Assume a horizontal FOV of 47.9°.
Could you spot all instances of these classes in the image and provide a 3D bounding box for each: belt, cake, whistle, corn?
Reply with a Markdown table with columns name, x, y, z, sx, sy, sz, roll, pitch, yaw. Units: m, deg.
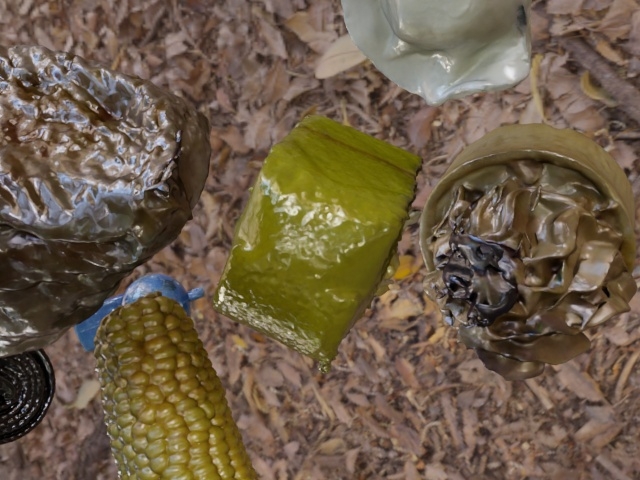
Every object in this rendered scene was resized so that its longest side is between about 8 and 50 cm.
| name | x | y | z | sx | sy | sz | roll | pitch | yaw |
| --- | --- | --- | --- | --- | --- | --- | --- | --- | --- |
| belt | -0.528 | 0.207 | 1.013 | 0.164 | 0.289 | 0.184 | -10 | 79 | 47 |
| cake | 0.292 | 0.022 | 1.056 | 0.332 | 0.321 | 0.332 | 11 | 122 | 17 |
| whistle | -0.210 | 0.087 | 0.844 | 0.090 | 0.158 | 0.090 | 159 | 90 | -78 |
| corn | -0.091 | 0.192 | 0.528 | 0.101 | 0.101 | 0.310 | -38 | 73 | 43 |
| cake | 0.000 | 0.000 | 0.660 | 0.156 | 0.260 | 0.179 | 22 | 115 | 6 |

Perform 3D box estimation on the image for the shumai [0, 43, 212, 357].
| name | x | y | z | sx | sy | sz | roll | pitch | yaw |
| --- | --- | --- | --- | --- | --- | --- | --- | --- | --- |
| shumai | -0.166 | -0.018 | 0.475 | 0.218 | 0.184 | 0.185 | 2 | 142 | 7 |

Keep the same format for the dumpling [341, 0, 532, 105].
| name | x | y | z | sx | sy | sz | roll | pitch | yaw |
| --- | --- | --- | --- | --- | --- | --- | --- | --- | --- |
| dumpling | 0.145 | -0.333 | 0.932 | 0.243 | 0.187 | 0.318 | -18 | 110 | 31 |
